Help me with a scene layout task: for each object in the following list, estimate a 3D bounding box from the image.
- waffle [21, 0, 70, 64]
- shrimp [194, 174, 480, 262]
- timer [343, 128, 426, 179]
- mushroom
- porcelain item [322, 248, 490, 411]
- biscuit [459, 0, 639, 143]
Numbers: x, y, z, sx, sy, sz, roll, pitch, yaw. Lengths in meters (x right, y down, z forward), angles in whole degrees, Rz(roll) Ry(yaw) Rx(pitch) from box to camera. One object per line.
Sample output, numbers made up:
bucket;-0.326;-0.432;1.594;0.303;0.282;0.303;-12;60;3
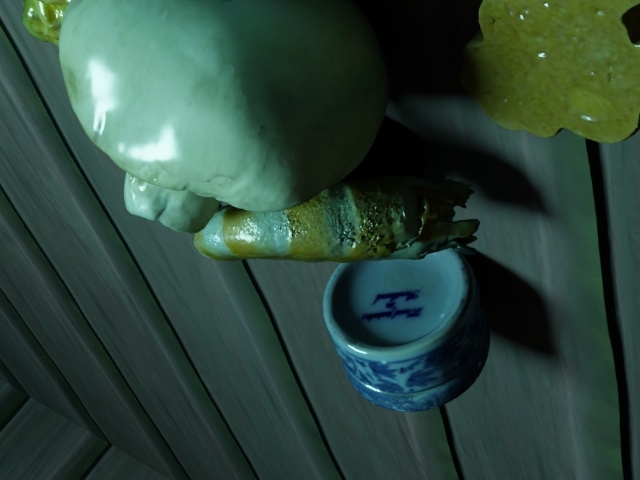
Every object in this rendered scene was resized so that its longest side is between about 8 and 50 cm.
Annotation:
waffle;-0.193;-0.200;1.268;0.300;0.058;0.281;52;159;-11
shrimp;-0.017;-0.003;1.194;0.185;0.068;0.287;2;170;-34
timer;0.005;-0.080;1.257;0.187;0.055;0.144;29;158;10
mushroom;-0.080;-0.108;1.071;0.254;0.260;0.234;10;128;-18
porcelain item;0.084;0.079;1.315;0.147;0.147;0.114;22;153;32
biscuit;0.177;-0.127;0.941;0.144;0.040;0.236;50;157;-10
